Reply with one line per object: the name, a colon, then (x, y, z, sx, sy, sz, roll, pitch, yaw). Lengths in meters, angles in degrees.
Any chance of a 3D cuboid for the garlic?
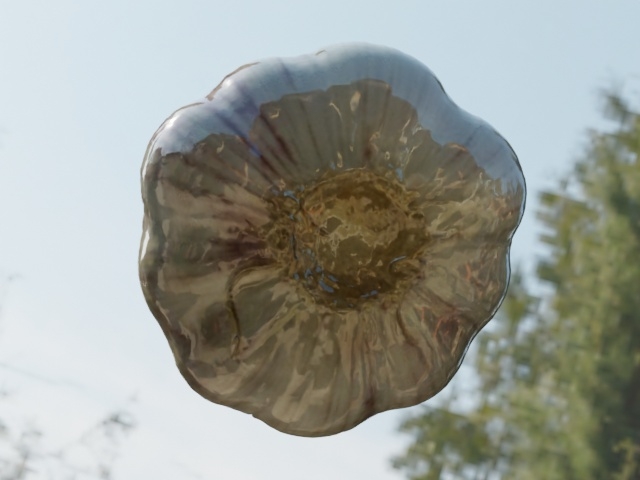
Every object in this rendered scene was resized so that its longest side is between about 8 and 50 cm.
garlic: (0.000, 0.000, 1.069, 0.245, 0.245, 0.253, 21, -4, -8)
